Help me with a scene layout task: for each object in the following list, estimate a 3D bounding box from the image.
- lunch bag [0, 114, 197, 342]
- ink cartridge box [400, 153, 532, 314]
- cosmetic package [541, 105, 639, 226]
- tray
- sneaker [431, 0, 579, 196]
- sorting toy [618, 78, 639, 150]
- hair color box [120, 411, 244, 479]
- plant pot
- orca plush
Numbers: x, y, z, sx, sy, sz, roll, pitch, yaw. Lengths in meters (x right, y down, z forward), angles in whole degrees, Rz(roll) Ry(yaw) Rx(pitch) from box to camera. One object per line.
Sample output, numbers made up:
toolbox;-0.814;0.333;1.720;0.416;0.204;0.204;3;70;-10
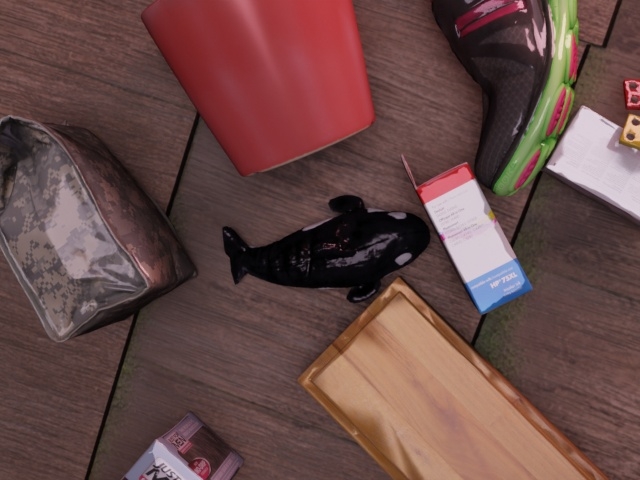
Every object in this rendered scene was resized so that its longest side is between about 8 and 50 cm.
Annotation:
lunch bag;-0.321;-0.031;1.228;0.169;0.235;0.287;-30;89;8
ink cartridge box;0.190;-0.025;1.235;0.078;0.134;0.231;-27;89;6
cosmetic package;0.428;-0.079;1.250;0.239;0.060;0.099;31;90;4
tray;0.184;0.263;1.257;0.411;0.076;0.203;44;94;7
sneaker;0.237;-0.294;1.225;0.202;0.185;0.482;1;85;18
sorting toy;0.524;-0.151;1.223;0.275;0.046;0.132;0;63;2
hair color box;-0.278;0.422;1.259;0.114;0.185;0.374;41;94;3
plant pot;-0.059;-0.229;1.202;0.275;0.275;0.243;-22;98;5
orca plush;0.000;0.000;1.258;0.287;0.102;0.151;6;81;13
